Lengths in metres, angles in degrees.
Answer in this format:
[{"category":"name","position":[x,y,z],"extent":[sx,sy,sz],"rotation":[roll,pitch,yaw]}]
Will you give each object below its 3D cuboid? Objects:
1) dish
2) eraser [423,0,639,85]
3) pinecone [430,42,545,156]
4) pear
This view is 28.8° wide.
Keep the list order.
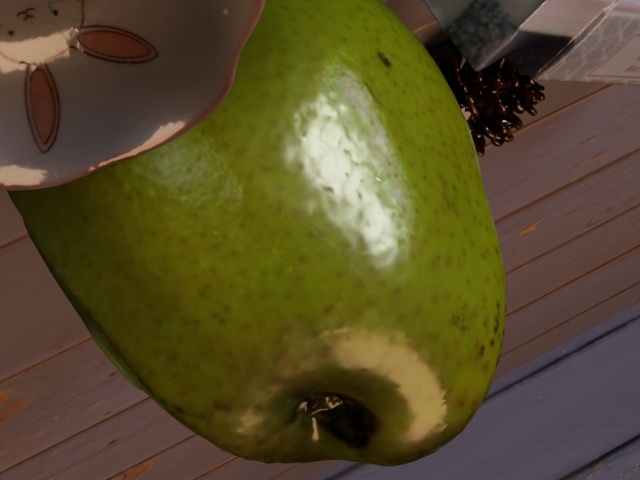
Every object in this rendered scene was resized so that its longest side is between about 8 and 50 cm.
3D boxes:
[{"category":"dish","position":[-0.144,-0.122,0.631],"extent":[0.229,0.081,0.229],"rotation":[-16,150,-10]},{"category":"eraser","position":[0.241,-0.190,1.027],"extent":[0.404,0.098,0.096],"rotation":[-6,149,-50]},{"category":"pinecone","position":[0.134,-0.123,1.031],"extent":[0.109,0.102,0.102],"rotation":[-26,161,5]},{"category":"pear","position":[0.000,0.000,0.838],"extent":[0.238,0.318,0.342],"rotation":[-36,163,27]}]
